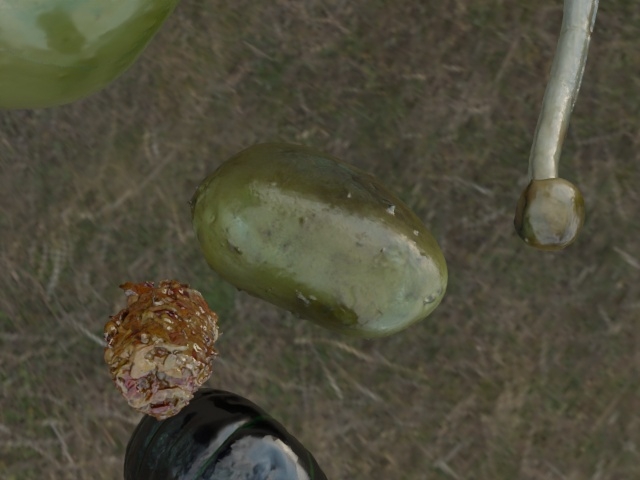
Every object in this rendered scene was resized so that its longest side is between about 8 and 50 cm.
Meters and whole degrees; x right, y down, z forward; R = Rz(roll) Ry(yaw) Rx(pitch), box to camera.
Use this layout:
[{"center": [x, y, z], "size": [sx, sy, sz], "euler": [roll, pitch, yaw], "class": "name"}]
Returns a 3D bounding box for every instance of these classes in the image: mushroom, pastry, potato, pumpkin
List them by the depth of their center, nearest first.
[{"center": [0.143, -0.139, 0.798], "size": [0.043, 0.068, 0.306], "euler": [11, 74, -8], "class": "mushroom"}, {"center": [-0.111, 0.073, 1.065], "size": [0.063, 0.169, 0.087], "euler": [-35, 107, 14], "class": "pastry"}, {"center": [-0.120, 0.291, 1.523], "size": [0.248, 0.248, 0.248], "euler": [-12, 117, -24], "class": "pumpkin"}, {"center": [0.000, 0.000, 1.631], "size": [0.173, 0.307, 0.210], "euler": [-65, 168, 25], "class": "potato"}]

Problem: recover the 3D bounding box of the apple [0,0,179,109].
[{"center": [-0.270, -0.332, 1.119], "size": [0.473, 0.473, 0.473], "euler": [-12, 117, -24], "class": "apple"}]
